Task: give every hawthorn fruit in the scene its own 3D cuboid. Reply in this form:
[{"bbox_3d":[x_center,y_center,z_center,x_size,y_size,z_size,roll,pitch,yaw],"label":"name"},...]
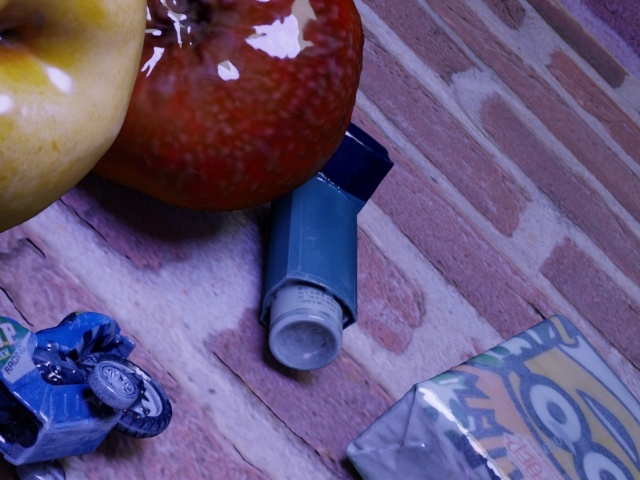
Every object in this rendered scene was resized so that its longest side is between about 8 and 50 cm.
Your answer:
[{"bbox_3d":[-0.090,-0.156,1.138,0.275,0.275,0.300,52,21,11],"label":"hawthorn fruit"}]

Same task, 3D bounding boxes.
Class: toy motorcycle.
[{"bbox_3d":[-0.195,0.087,0.872,0.135,0.092,0.254,47,19,22],"label":"toy motorcycle"}]

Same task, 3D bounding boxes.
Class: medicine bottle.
[{"bbox_3d":[0.000,0.000,1.198,0.079,0.124,0.258,36,32,-22],"label":"medicine bottle"}]

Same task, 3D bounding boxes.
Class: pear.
[{"bbox_3d":[-0.264,-0.143,0.845,0.314,0.314,0.314,32,32,-23],"label":"pear"}]

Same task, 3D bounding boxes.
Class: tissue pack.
[{"bbox_3d":[0.191,0.207,1.169,0.228,0.128,0.311,52,29,15],"label":"tissue pack"}]
